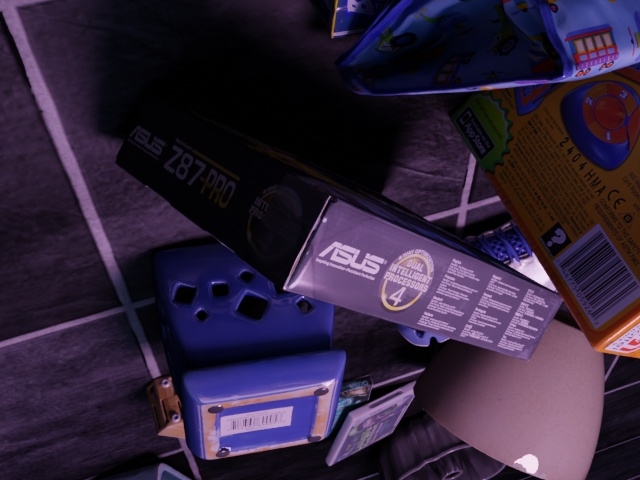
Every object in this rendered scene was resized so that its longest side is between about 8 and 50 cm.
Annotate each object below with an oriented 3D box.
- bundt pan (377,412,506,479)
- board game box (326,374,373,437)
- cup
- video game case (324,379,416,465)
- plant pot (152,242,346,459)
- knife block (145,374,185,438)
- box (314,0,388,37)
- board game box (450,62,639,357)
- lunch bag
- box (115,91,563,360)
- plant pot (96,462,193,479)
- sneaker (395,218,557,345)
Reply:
[{"bbox_3d":[0.273,0.475,1.818,0.331,0.124,0.330,-15,144,-11],"label":"bundt pan"},{"bbox_3d":[0.029,0.329,1.565,0.126,0.026,0.186,-12,144,-15],"label":"board game box"},{"bbox_3d":[0.363,0.232,1.420,0.331,0.331,0.236,16,102,-43],"label":"cup"},{"bbox_3d":[0.104,0.370,1.628,0.173,0.022,0.190,-19,147,-32],"label":"video game case"},{"bbox_3d":[-0.090,0.150,1.071,0.236,0.212,0.236,-6,144,-12],"label":"plant pot"},{"bbox_3d":[-0.140,0.295,1.366,0.276,0.088,0.242,-13,144,-15],"label":"knife block"},{"bbox_3d":[0.035,-0.271,0.738,0.059,0.054,0.168,-13,144,-16],"label":"box"},{"bbox_3d":[0.450,-0.102,0.940,0.356,0.356,0.356,13,132,-41],"label":"board game box"},{"bbox_3d":[0.171,-0.197,0.768,0.221,0.138,0.293,-20,-175,-32],"label":"lunch bag"},{"bbox_3d":[0.025,-0.010,0.854,0.395,0.318,0.097,20,101,-44],"label":"box"},{"bbox_3d":[-0.362,0.577,1.496,0.253,0.247,0.247,-11,148,13],"label":"plant pot"},{"bbox_3d":[0.228,0.043,1.209,0.316,0.127,0.182,-30,147,12],"label":"sneaker"}]
